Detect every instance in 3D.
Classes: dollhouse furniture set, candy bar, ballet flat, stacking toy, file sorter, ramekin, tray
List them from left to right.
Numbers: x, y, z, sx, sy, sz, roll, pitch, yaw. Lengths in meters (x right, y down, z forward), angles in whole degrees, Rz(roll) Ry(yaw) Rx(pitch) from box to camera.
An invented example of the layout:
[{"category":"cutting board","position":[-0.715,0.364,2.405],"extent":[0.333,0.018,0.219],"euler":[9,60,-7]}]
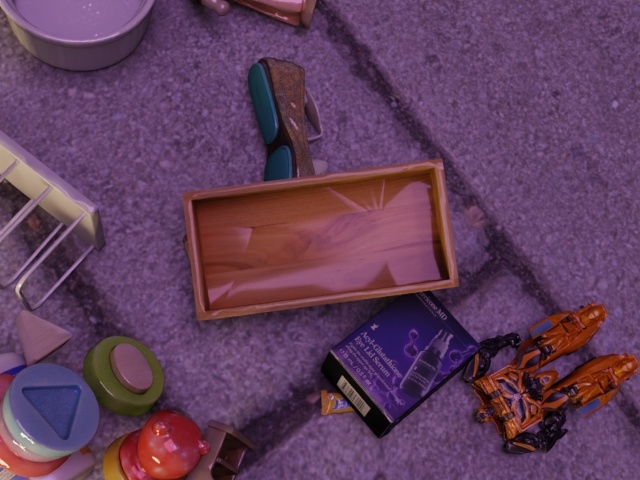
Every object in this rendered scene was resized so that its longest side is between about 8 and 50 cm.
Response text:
[{"category":"file sorter","position":[-0.499,-0.044,1.411],"extent":[0.277,0.193,0.173],"euler":[37,71,3]},{"category":"ramekin","position":[-0.420,-0.431,1.584],"extent":[0.277,0.135,0.277],"euler":[4,72,-11]},{"category":"stacking toy","position":[-0.308,0.213,1.304],"extent":[0.309,0.130,0.279],"euler":[24,39,-32]},{"category":"dollhouse furniture set","position":[-0.073,0.386,1.343],"extent":[0.242,0.212,0.161],"euler":[14,69,22]},{"category":"ballet flat","position":[-0.045,-0.157,1.584],"extent":[0.123,0.123,0.348],"euler":[-6,73,-13]},{"category":"tray","position":[0.000,0.000,1.455],"extent":[0.411,0.076,0.203],"euler":[-7,87,0]},{"category":"candy bar","position":[0.079,0.265,1.512],"extent":[0.161,0.018,0.040],"euler":[-1,72,-11]}]

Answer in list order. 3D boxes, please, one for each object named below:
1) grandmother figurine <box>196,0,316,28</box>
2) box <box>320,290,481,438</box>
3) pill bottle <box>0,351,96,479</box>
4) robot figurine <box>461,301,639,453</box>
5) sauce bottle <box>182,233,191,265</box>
[{"category":"grandmother figurine","position":[-0.173,-0.480,1.676],"extent":[0.342,0.104,0.208],"euler":[15,42,-3]},{"category":"box","position":[0.129,0.192,1.484],"extent":[0.207,0.108,0.153],"euler":[-37,75,-23]},{"category":"pill bottle","position":[-0.464,0.261,1.334],"extent":[0.152,0.152,0.272],"euler":[-35,81,-19]},{"category":"robot figurine","position":[0.385,0.229,1.548],"extent":[0.291,0.085,0.211],"euler":[-27,78,-18]},{"category":"sauce bottle","position":[-0.193,0.048,1.518],"extent":[0.042,0.042,0.128],"euler":[-14,75,-15]}]
